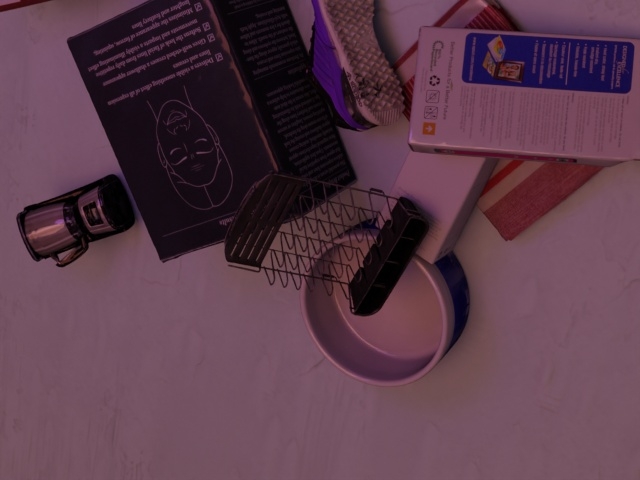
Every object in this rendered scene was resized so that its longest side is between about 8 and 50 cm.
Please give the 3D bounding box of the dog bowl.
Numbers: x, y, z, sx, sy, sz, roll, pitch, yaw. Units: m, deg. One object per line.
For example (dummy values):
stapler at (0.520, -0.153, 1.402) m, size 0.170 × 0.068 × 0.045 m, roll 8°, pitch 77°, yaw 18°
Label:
dog bowl at (0.105, 0.099, 2.067) m, size 0.265 × 0.104 × 0.265 m, roll 11°, pitch 114°, yaw 26°

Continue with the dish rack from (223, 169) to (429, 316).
dish rack at (0.000, 0.000, 1.896) m, size 0.271 × 0.074 × 0.208 m, roll 12°, pitch 125°, yaw -24°

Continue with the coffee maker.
coffee maker at (-0.438, -0.051, 2.301) m, size 0.178 × 0.171 × 0.120 m, roll -18°, pitch 122°, yaw 12°

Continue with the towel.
towel at (0.262, -0.188, 1.911) m, size 0.329 × 0.037 × 0.237 m, roll 52°, pitch 126°, yaw 5°

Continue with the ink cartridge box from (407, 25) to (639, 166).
ink cartridge box at (0.315, -0.201, 1.785) m, size 0.371 × 0.069 × 0.175 m, roll 5°, pitch 82°, yaw 13°

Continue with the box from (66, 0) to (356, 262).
box at (-0.171, -0.207, 2.039) m, size 0.293 × 0.212 × 0.395 m, roll -16°, pitch 99°, yaw 33°

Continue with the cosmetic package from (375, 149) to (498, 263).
cosmetic package at (0.185, -0.092, 1.927) m, size 0.117 × 0.085 × 0.231 m, roll 35°, pitch 122°, yaw 16°

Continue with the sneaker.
sneaker at (0.020, -0.304, 1.963) m, size 0.146 × 0.102 × 0.293 m, roll -14°, pitch 92°, yaw 54°

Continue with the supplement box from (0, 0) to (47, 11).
supplement box at (-0.455, -0.466, 2.108) m, size 0.191 × 0.194 × 0.129 m, roll -5°, pitch 107°, yaw 31°
